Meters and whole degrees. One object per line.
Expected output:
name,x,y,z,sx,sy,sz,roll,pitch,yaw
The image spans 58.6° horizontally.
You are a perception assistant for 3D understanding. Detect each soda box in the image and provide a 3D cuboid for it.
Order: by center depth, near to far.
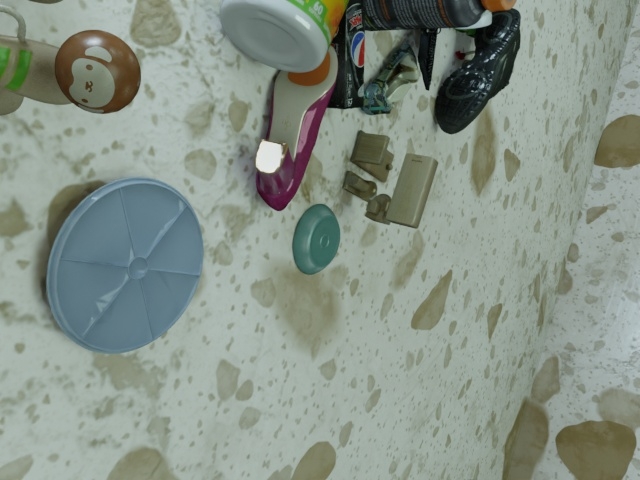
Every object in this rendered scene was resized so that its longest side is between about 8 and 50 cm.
soda box,0.030,-0.285,0.857,0.053,0.060,0.169,-22,118,-50

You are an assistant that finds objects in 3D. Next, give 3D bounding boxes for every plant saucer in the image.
plant saucer,0.000,0.000,0.939,0.119,0.021,0.119,-21,117,-50

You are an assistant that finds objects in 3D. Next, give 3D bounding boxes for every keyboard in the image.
keyboard,0.209,-0.372,1.049,0.100,0.038,0.192,58,35,-46

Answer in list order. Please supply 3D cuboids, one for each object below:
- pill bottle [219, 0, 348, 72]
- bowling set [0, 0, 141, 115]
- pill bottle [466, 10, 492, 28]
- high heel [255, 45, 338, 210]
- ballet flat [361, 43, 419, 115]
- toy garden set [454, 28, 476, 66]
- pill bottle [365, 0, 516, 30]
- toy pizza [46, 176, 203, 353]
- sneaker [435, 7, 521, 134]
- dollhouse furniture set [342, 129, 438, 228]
pill bottle,-0.017,-0.348,0.705,0.136,0.136,0.246,37,70,-52
bowling set,-0.211,-0.177,0.370,0.154,0.200,0.287,7,120,-53
pill bottle,0.297,-0.517,1.117,0.103,0.103,0.184,-39,129,-42
high heel,-0.029,-0.163,0.819,0.117,0.082,0.244,82,22,-65
ballet flat,0.139,-0.282,1.006,0.188,0.070,0.070,-56,140,-28
toy garden set,0.373,-0.461,1.287,0.244,0.049,0.204,-11,109,-52
pill bottle,0.167,-0.385,0.855,0.130,0.245,0.130,-22,119,-49
toy pizza,-0.214,0.028,0.642,0.201,0.032,0.201,-24,120,-49
sneaker,0.350,-0.342,1.214,0.286,0.109,0.130,-57,145,0
dollhouse furniture set,0.138,-0.093,0.990,0.123,0.151,0.144,22,84,-55
